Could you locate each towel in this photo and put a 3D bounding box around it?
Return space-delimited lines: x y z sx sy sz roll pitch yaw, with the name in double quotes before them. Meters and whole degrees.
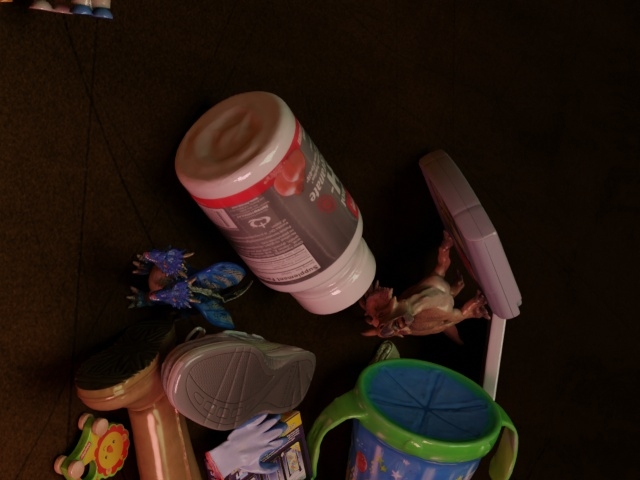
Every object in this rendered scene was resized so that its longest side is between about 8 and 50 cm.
"towel" 0.101 0.249 2.206 0.148 0.027 0.110 -60 136 -28

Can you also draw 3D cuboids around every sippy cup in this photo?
"sippy cup" 0.140 0.338 2.098 0.240 0.305 0.224 -46 154 -62

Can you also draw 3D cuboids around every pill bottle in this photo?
"pill bottle" -0.049 -0.040 1.865 0.318 0.176 0.176 53 54 -40

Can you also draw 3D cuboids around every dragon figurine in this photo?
"dragon figurine" -0.153 0.067 1.771 0.289 0.144 0.085 21 78 -51

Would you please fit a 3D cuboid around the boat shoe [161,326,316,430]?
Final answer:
"boat shoe" -0.119 0.172 1.768 0.320 0.103 0.118 2 108 -62

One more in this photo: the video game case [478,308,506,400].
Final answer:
"video game case" 0.292 0.215 2.326 0.285 0.025 0.204 50 49 -82

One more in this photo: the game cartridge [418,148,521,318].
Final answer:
"game cartridge" 0.238 -0.023 2.186 0.060 0.294 0.196 -21 122 -1

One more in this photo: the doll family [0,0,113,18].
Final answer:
"doll family" -0.345 -0.350 1.534 0.263 0.118 0.163 4 98 -34

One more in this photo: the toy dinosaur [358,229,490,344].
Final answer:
"toy dinosaur" 0.155 0.112 2.178 0.200 0.127 0.296 -30 157 -2

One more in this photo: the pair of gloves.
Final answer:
"pair of gloves" -0.116 0.244 1.889 0.159 0.023 0.198 -28 96 -46

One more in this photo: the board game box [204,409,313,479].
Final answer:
"board game box" -0.086 0.344 1.964 0.170 0.048 0.141 -30 114 -46

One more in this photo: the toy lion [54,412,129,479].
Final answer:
"toy lion" -0.285 0.273 1.723 0.100 0.034 0.096 -62 144 -26

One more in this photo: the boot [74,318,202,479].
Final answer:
"boot" -0.217 0.261 1.718 0.236 0.089 0.269 -42 128 -65
